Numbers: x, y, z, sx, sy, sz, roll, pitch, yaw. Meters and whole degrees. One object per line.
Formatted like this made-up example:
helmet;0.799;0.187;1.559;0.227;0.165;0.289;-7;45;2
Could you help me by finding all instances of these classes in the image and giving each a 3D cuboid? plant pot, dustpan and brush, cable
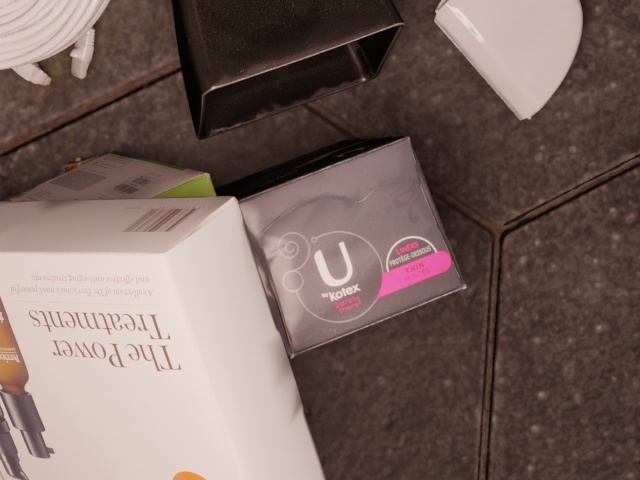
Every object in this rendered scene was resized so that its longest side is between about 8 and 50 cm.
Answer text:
plant pot;-0.052;-0.216;1.395;0.188;0.187;0.167;-21;83;-9
dustpan and brush;0.227;-0.240;1.505;0.211;0.060;0.147;-42;100;1
cable;-0.301;-0.277;1.351;0.257;0.089;0.257;21;110;-3

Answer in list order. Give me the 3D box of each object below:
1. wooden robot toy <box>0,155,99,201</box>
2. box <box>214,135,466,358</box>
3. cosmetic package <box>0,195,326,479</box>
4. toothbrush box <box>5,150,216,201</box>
wooden robot toy;-0.269;-0.010;1.428;0.079;0.076;0.173;21;89;25
box;0.000;0.000;1.360;0.165;0.270;0.143;-22;96;-9
cosmetic package;-0.190;0.114;1.196;0.097;0.377;0.284;-42;122;-44
toothbrush box;-0.143;0.079;1.334;0.122;0.206;0.283;-26;109;-24
